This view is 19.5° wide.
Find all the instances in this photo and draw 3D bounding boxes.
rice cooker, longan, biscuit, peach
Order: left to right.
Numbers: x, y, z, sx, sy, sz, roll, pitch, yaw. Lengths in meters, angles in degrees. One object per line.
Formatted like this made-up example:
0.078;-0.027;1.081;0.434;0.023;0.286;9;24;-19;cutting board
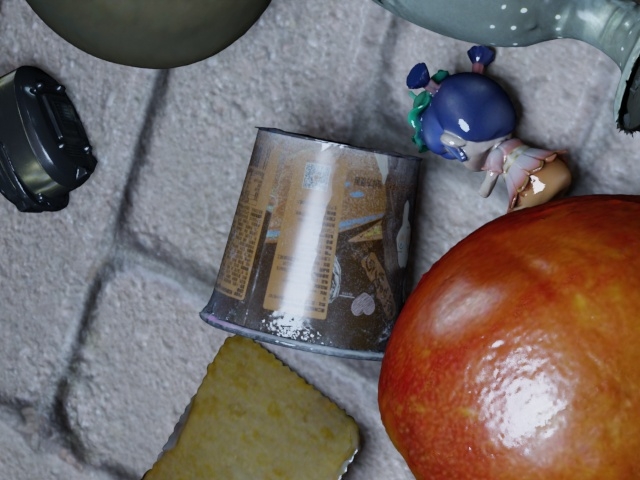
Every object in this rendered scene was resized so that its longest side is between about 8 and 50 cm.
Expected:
-0.323;-0.114;2.092;0.106;0.112;0.165;-33;77;21;rice cooker
-0.179;-0.333;1.902;0.319;0.319;0.319;2;94;29;longan
-0.080;0.241;1.974;0.237;0.013;0.232;36;97;42;biscuit
0.238;0.125;1.692;0.372;0.373;0.290;-19;122;29;peach

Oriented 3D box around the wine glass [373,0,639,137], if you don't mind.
0.189;-0.252;1.760;0.357;0.190;0.190;34;108;19;wine glass

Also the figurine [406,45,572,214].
0.170;-0.100;1.833;0.195;0.111;0.102;42;129;17;figurine

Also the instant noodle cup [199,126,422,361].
0.000;0.000;1.868;0.217;0.217;0.207;13;95;28;instant noodle cup
